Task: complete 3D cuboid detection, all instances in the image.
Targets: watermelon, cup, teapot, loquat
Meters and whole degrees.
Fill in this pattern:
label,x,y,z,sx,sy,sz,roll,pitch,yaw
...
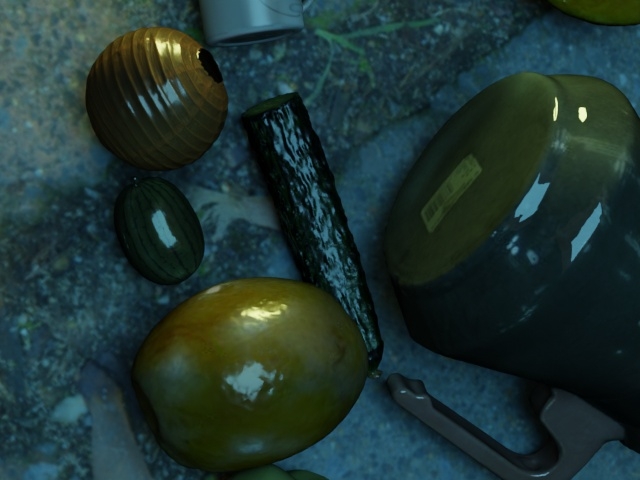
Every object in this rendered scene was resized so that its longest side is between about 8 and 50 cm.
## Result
label,x,y,z,sx,sy,sz,roll,pitch,yaw
watermelon,-0.154,-0.011,1.633,0.078,0.078,0.110,-25,93,-19
cup,-0.056,-0.263,1.669,0.136,0.099,0.133,-9,89,-19
teapot,0.248,0.062,1.677,0.362,0.305,0.376,34,105,-21
loquat,-0.062,0.122,1.603,0.227,0.179,0.179,-17,92,-22

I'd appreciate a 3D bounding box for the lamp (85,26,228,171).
label,x,y,z,sx,sy,sz,roll,pitch,yaw
lamp,-0.152,-0.132,1.610,0.136,0.136,0.136,1,86,-19

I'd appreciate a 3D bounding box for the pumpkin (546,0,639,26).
label,x,y,z,sx,sy,sz,roll,pitch,yaw
pumpkin,0.278,-0.328,1.794,0.312,0.169,0.148,35,113,-6

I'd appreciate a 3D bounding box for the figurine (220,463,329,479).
label,x,y,z,sx,sy,sz,roll,pitch,yaw
figurine,-0.021,0.333,1.618,0.180,0.154,0.262,-23,90,-30

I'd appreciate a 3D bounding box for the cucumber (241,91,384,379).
label,x,y,z,sx,sy,sz,roll,pitch,yaw
cucumber,0.000,0.000,1.691,0.067,0.067,0.293,-23,98,-19
